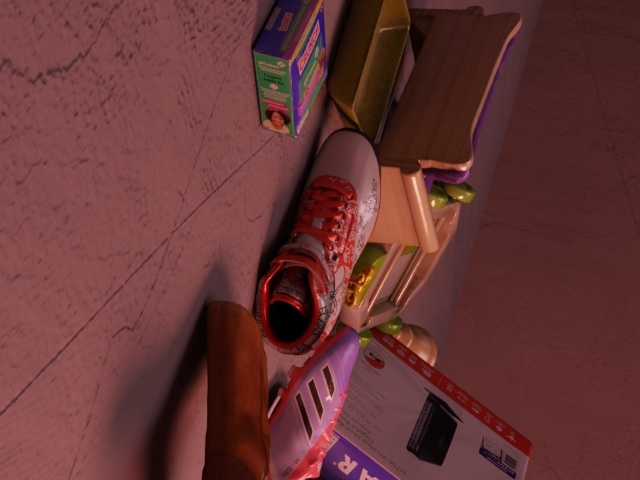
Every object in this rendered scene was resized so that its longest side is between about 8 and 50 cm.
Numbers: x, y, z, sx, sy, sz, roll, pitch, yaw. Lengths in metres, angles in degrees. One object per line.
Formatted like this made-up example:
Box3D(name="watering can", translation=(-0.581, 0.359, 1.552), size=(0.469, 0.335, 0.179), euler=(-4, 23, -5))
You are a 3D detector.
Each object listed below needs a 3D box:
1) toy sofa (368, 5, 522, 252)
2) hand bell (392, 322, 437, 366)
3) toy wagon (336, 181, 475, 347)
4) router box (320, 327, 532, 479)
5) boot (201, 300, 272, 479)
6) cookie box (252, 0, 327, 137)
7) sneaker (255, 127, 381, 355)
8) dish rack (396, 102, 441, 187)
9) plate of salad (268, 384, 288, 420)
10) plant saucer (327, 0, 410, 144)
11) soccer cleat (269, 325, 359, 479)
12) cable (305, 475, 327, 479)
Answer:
Box3D(name="toy sofa", translation=(0.168, -0.162, 1.542), size=(0.150, 0.177, 0.362), euler=(73, 30, -44))
Box3D(name="hand bell", translation=(0.123, 0.157, 1.997), size=(0.242, 0.126, 0.126), euler=(59, 46, -55))
Box3D(name="toy wagon", translation=(0.108, 0.031, 1.652), size=(0.344, 0.068, 0.267), euler=(-12, 132, -62))
Box3D(name="router box", translation=(0.148, 0.312, 1.679), size=(0.082, 0.335, 0.301), euler=(-52, -179, 29))
Box3D(name="boot", translation=(-0.074, 0.237, 1.068), size=(0.264, 0.096, 0.280), euler=(65, 16, -51))
Box3D(name="cookie box", translation=(-0.027, -0.168, 1.048), size=(0.107, 0.040, 0.092), euler=(85, 24, -55))
Box3D(name="sneaker", translation=(0.001, 0.001, 1.246), size=(0.145, 0.090, 0.270), euler=(2, 105, -80))
Box3D(name="dish rack", translation=(0.146, -0.109, 1.795), size=(0.271, 0.074, 0.208), euler=(34, 70, -76))
Box3D(name="plate of salad", translation=(-0.057, 0.282, 1.407), size=(0.200, 0.048, 0.200), euler=(14, 90, -78))
Box3D(name="plant saucer", translation=(0.056, -0.219, 1.344), size=(0.188, 0.045, 0.188), euler=(52, 54, -74))
Box3D(name="soccer cleat", translation=(-0.016, 0.207, 1.229), size=(0.248, 0.095, 0.083), euler=(-55, 168, 12))
Box3D(name="cable", translation=(-0.019, 0.484, 1.708), size=(0.257, 0.089, 0.257), euler=(-59, 160, -52))
